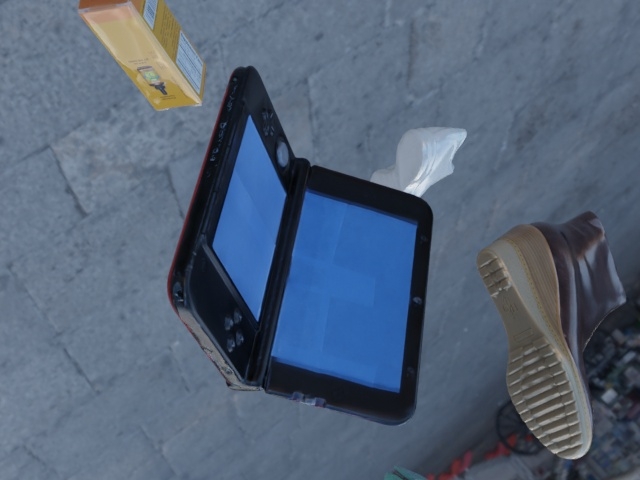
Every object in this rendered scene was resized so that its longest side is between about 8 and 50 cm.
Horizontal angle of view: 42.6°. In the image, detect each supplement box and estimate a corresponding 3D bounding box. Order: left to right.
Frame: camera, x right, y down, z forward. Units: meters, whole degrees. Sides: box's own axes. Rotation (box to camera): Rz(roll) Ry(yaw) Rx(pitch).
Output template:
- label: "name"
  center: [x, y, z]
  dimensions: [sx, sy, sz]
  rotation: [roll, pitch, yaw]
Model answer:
- label: "supplement box"
  center: [-0.238, -0.273, 1.131]
  dimensions: [0.078, 0.080, 0.233]
  rotation: [-4, 153, 15]

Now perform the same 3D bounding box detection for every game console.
- label: "game console"
  center: [0.000, 0.000, 0.402]
  dimensions: [0.085, 0.144, 0.124]
  rotation: [-3, 142, 17]

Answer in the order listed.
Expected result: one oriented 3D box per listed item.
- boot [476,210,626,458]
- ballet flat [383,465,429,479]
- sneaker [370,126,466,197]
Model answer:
- label: "boot"
  center: [0.285, 0.092, 0.904]
  dimensions: [0.207, 0.248, 0.090]
  rotation: [-13, 170, -38]
- label: "ballet flat"
  center: [0.127, 0.336, 1.012]
  dimensions: [0.247, 0.083, 0.087]
  rotation: [134, -24, -76]
- label: "sneaker"
  center: [0.138, -0.090, 1.146]
  dimensions: [0.094, 0.080, 0.212]
  rotation: [-18, 164, -23]
